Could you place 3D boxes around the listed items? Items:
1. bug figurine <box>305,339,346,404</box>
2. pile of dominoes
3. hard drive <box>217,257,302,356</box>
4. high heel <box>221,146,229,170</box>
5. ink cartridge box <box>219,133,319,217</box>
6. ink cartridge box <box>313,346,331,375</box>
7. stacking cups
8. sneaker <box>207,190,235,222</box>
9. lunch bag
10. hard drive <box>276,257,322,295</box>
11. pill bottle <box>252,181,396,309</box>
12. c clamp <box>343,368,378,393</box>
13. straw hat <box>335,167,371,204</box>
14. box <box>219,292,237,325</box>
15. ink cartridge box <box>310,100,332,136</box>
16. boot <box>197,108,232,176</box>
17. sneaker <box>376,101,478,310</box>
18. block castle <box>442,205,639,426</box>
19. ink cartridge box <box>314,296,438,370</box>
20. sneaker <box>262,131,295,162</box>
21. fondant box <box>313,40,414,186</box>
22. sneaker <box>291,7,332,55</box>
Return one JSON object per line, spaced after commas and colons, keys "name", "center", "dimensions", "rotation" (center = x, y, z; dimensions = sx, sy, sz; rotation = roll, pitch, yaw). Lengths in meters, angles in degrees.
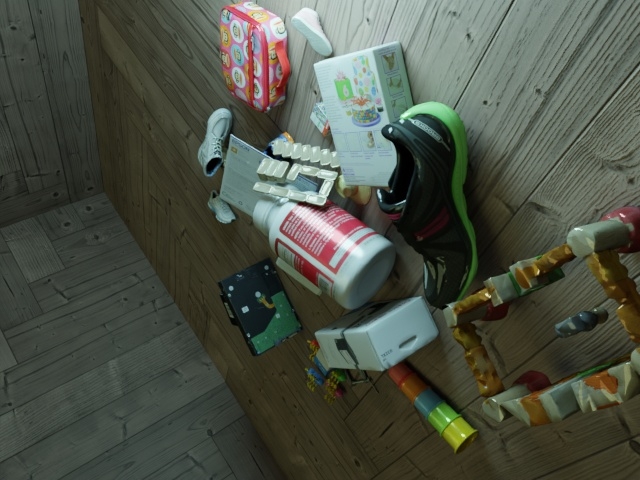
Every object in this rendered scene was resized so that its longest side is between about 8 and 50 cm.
{"name": "bug figurine", "center": [0.017, 0.522, 2.262], "dimensions": [0.216, 0.072, 0.279], "rotation": [41, 142, 32]}
{"name": "pile of dominoes", "center": [-0.062, -0.195, 1.665], "dimensions": [0.251, 0.196, 0.040], "rotation": [15, 154, 23]}
{"name": "hard drive", "center": [-0.243, 0.269, 2.312], "dimensions": [0.338, 0.237, 0.064], "rotation": [64, 151, -2]}
{"name": "high heel", "center": [-0.334, -0.325, 2.138], "dimensions": [0.186, 0.093, 0.261], "rotation": [60, 153, 11]}
{"name": "ink cartridge box", "center": [-0.169, -0.178, 1.887], "dimensions": [0.324, 0.071, 0.330], "rotation": [31, 142, 4]}
{"name": "ink cartridge box", "center": [0.070, 0.374, 1.995], "dimensions": [0.078, 0.134, 0.231], "rotation": [52, 150, 21]}
{"name": "stacking cups", "center": [0.335, 0.490, 1.724], "dimensions": [0.316, 0.096, 0.096], "rotation": [47, 147, 35]}
{"name": "sneaker", "center": [-0.430, -0.149, 2.456], "dimensions": [0.191, 0.071, 0.082], "rotation": [43, 139, 32]}
{"name": "lunch bag", "center": [-0.187, -0.544, 1.709], "dimensions": [0.258, 0.120, 0.293], "rotation": [38, 144, 31]}
{"name": "hard drive", "center": [-0.036, 0.056, 1.950], "dimensions": [0.203, 0.040, 0.307], "rotation": [36, 146, 6]}
{"name": "pill bottle", "center": [0.000, 0.000, 1.665], "dimensions": [0.408, 0.229, 0.229], "rotation": [37, 142, 26]}
{"name": "c clamp", "center": [0.138, 0.508, 2.108], "dimensions": [0.161, 0.022, 0.137], "rotation": [-25, 91, 60]}
{"name": "straw hat", "center": [0.077, -0.160, 1.636], "dimensions": [0.144, 0.061, 0.144], "rotation": [37, 141, 38]}
{"name": "box", "center": [-0.300, 0.254, 2.420], "dimensions": [0.108, 0.207, 0.153], "rotation": [-2, 112, 58]}
{"name": "ink cartridge box", "center": [0.020, -0.333, 1.621], "dimensions": [0.115, 0.029, 0.063], "rotation": [55, 149, 16]}
{"name": "boot", "center": [-0.384, -0.358, 2.121], "dimensions": [0.258, 0.095, 0.123], "rotation": [-58, 42, 40]}
{"name": "sneaker", "center": [0.230, -0.063, 1.291], "dimensions": [0.185, 0.202, 0.482], "rotation": [-133, 30, -70]}
{"name": "block castle", "center": [0.481, 0.164, 1.105], "dimensions": [0.453, 0.213, 0.302], "rotation": [-47, 60, 52]}
{"name": "ink cartridge box", "center": [0.159, 0.276, 1.684], "dimensions": [0.307, 0.223, 0.129], "rotation": [-19, 96, 61]}
{"name": "sneaker", "center": [-0.160, -0.279, 1.894], "dimensions": [0.083, 0.087, 0.221], "rotation": [55, 150, 16]}
{"name": "fondant box", "center": [0.124, -0.302, 1.414], "dimensions": [0.238, 0.096, 0.330], "rotation": [11, 123, 55]}
{"name": "sneaker", "center": [-0.010, -0.552, 1.487], "dimensions": [0.134, 0.070, 0.051], "rotation": [41, 147, -20]}
